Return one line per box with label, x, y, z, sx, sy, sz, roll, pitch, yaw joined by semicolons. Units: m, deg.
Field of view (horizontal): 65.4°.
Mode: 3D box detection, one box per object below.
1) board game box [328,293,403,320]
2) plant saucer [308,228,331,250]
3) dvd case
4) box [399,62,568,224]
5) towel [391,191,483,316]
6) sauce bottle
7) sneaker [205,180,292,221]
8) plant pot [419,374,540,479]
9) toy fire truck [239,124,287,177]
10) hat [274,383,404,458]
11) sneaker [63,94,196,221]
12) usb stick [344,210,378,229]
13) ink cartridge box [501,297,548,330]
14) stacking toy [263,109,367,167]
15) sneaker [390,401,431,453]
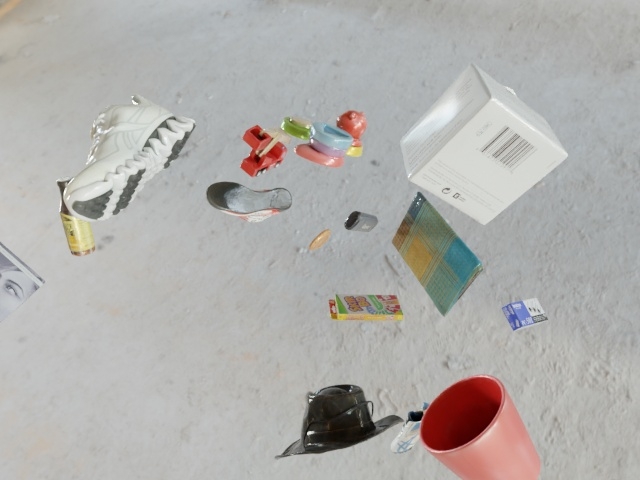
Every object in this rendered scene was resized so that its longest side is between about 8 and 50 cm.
board game box;0.161;0.242;1.807;0.259;0.039;0.124;-1;29;-4
plant saucer;0.000;0.000;1.466;0.083;0.083;0.013;-41;76;-11
dvd case;-0.596;0.072;0.850;0.018;0.165;0.221;-35;19;18
box;0.260;-0.152;0.821;0.182;0.180;0.119;-47;28;35
towel;0.399;0.045;1.761;0.040;0.272;0.370;-9;51;-30
sauce bottle;-0.396;-0.039;0.803;0.042;0.128;0.042;-3;24;1
sneaker;-0.223;-0.099;1.394;0.145;0.270;0.090;-19;78;47
plant pot;0.449;0.553;1.368;0.274;0.243;0.275;-37;10;8
toy fire truck;-0.132;-0.221;1.200;0.047;0.135;0.192;41;35;8
hat;0.025;0.417;1.193;0.331;0.331;0.134;-20;76;8
sneaker;-0.299;-0.131;0.743;0.110;0.118;0.292;-45;14;32
usb stick;0.152;-0.066;1.814;0.045;0.278;0.077;40;102;15
ink cartridge box;0.775;0.278;1.886;0.046;0.207;0.097;-42;61;41
stacking toy;-0.002;-0.354;1.541;0.279;0.131;0.309;25;27;9
sneaker;0.290;0.589;1.572;0.086;0.237;0.085;40;31;8
